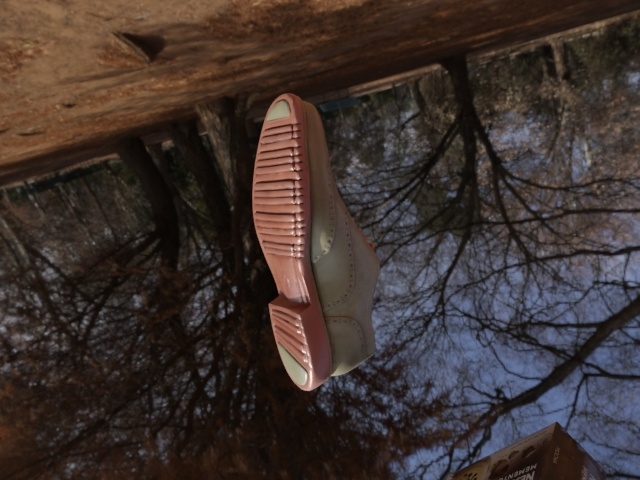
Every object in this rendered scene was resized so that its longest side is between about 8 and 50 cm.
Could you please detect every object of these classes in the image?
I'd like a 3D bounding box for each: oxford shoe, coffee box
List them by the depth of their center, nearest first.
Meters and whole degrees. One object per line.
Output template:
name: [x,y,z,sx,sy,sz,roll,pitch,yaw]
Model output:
oxford shoe: [0.000,0.000,0.655,0.146,0.397,0.140,-12,-164,-29]
coffee box: [0.344,0.478,0.850,0.168,0.119,0.297,-27,161,-51]
